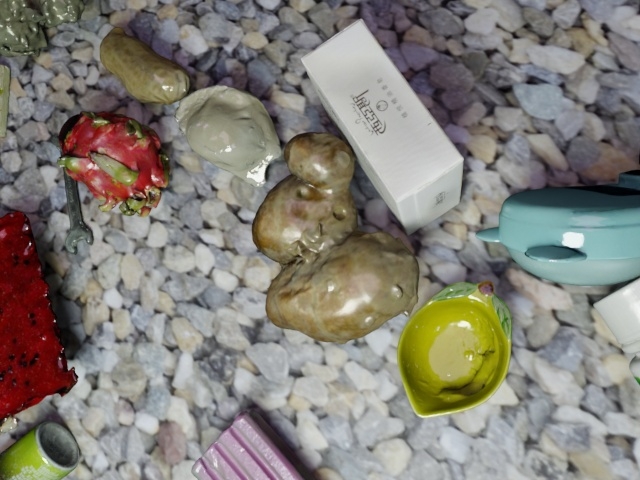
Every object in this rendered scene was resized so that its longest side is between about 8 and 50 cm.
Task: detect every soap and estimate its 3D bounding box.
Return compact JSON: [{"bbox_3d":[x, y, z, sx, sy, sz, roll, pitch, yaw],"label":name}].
[{"bbox_3d":[-0.078,0.360,0.821,0.122,0.065,0.203,-46,72,0],"label":"soap"}]

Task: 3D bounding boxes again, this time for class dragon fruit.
[{"bbox_3d":[-0.340,-0.127,0.950,0.172,0.160,0.166,35,45,14],"label":"dragon fruit"},{"bbox_3d":[-0.535,0.147,0.956,0.282,0.100,0.344,-28,70,7],"label":"dragon fruit"}]

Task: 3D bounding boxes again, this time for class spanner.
[{"bbox_3d":[-0.456,-0.098,1.040,0.054,0.015,0.255,-18,74,10],"label":"spanner"}]

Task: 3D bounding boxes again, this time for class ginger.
[{"bbox_3d":[0.000,0.000,0.834,0.244,0.155,0.304,-30,80,33],"label":"ginger"}]

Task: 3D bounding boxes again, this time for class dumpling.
[{"bbox_3d":[-0.146,-0.181,0.942,0.136,0.118,0.199,-45,93,2],"label":"dumpling"}]

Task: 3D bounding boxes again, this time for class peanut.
[{"bbox_3d":[-0.321,-0.309,1.019,0.214,0.099,0.099,41,89,16],"label":"peanut"}]

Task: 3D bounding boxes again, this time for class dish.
[{"bbox_3d":[0.192,0.154,0.802,0.148,0.080,0.208,30,87,21],"label":"dish"}]

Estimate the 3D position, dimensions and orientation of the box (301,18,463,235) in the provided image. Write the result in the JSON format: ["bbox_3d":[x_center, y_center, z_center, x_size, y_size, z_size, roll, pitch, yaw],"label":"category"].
[{"bbox_3d":[0.095,-0.156,0.836,0.111,0.194,0.261,-30,73,4],"label":"box"}]

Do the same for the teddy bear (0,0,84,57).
[{"bbox_3d":[-0.476,-0.555,1.080,0.367,0.224,0.358,-7,74,-5],"label":"teddy bear"}]

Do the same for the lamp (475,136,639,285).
[{"bbox_3d":[0.368,-0.025,0.748,0.284,0.209,0.147,-26,109,-9],"label":"lamp"}]

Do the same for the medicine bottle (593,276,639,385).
[{"bbox_3d":[0.464,0.151,0.713,0.139,0.139,0.237,-32,71,4],"label":"medicine bottle"}]

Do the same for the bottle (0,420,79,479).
[{"bbox_3d":[-0.541,0.421,0.896,0.330,0.093,0.093,-37,72,2],"label":"bottle"}]

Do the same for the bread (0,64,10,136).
[{"bbox_3d":[-0.650,-0.272,1.118,0.068,0.028,0.154,-4,78,10],"label":"bread"}]
